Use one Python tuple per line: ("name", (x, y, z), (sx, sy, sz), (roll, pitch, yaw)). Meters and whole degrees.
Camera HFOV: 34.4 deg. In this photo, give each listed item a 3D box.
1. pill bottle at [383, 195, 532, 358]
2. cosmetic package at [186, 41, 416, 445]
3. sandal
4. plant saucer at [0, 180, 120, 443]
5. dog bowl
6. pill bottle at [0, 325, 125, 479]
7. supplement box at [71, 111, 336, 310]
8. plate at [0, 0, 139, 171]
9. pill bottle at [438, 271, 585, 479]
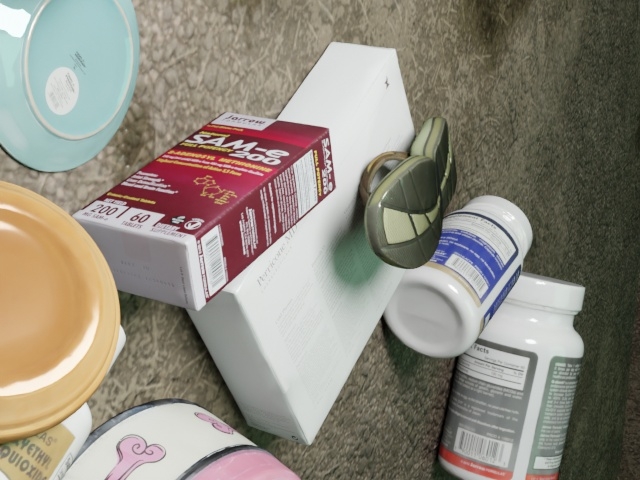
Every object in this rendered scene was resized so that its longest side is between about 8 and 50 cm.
("pill bottle", (0.213, 0.046, 1.546), (0.265, 0.153, 0.153), (-43, 137, -46))
("cosmetic package", (0.000, 0.000, 1.197), (0.377, 0.097, 0.284), (-58, 148, -32))
("sandal", (0.093, -0.055, 1.173), (0.303, 0.086, 0.120), (-53, 140, -63))
("plant saucer", (-0.231, 0.040, 0.717), (0.200, 0.037, 0.200), (16, 57, -26))
("dog bowl", (-0.145, 0.373, 1.033), (0.408, 0.150, 0.408), (-32, 128, -53))
("pill bottle", (-0.247, 0.142, 0.767), (0.229, 0.131, 0.131), (-61, 148, -28))
("supplement box", (-0.100, -0.037, 0.963), (0.239, 0.130, 0.073), (-44, 137, -47))
("plate", (-0.202, -0.147, 0.843), (0.188, 0.024, 0.188), (-35, 131, -53))
("pill bottle", (0.340, 0.240, 1.799), (0.210, 0.210, 0.363), (7, 96, -62))
